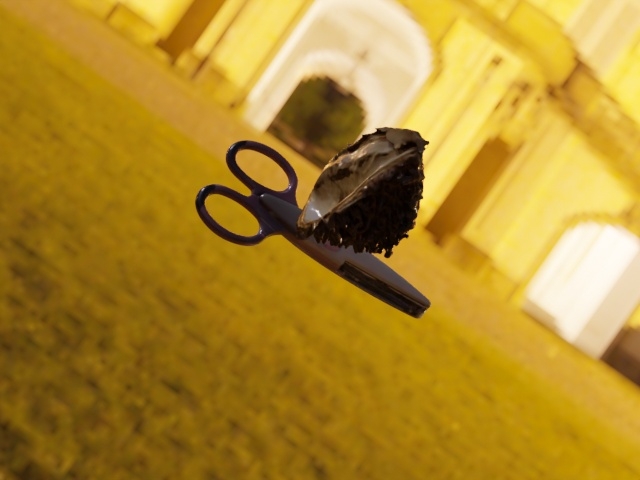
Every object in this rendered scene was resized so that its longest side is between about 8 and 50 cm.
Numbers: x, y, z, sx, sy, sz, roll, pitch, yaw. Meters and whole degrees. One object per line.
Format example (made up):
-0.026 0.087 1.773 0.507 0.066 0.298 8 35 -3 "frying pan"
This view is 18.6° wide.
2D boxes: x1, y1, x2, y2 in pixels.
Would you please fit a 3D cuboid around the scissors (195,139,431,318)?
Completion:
0.000 0.000 1.343 0.176 0.085 0.022 33 -37 -3 "scissors"

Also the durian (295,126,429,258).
0.030 -0.025 1.196 0.052 0.066 0.130 27 -29 -24 "durian"
